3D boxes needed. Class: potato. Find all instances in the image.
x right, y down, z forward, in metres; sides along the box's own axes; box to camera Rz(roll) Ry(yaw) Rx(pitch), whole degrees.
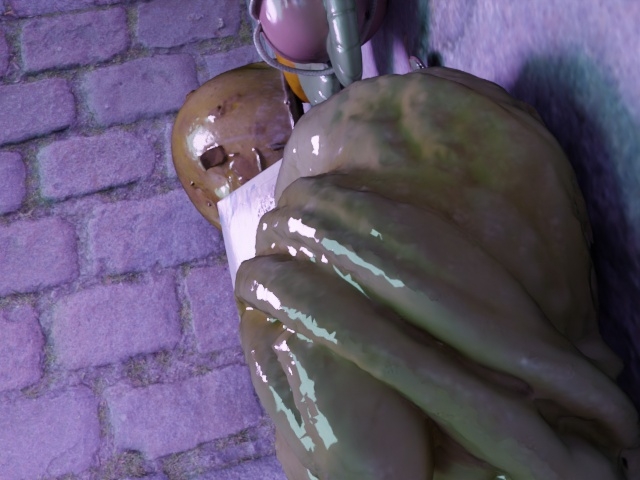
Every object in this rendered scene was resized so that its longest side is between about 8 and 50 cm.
[{"bbox_3d":[-0.163,-0.160,1.517,0.385,0.319,0.442,-93,-13,-58],"label":"potato"}]

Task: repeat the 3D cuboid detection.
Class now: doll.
[{"bbox_3d":[-0.032,-0.286,0.784,0.284,0.216,0.268,-175,68,-82],"label":"doll"}]

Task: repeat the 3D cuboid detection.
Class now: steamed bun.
[{"bbox_3d":[0.058,0.054,0.490,0.325,0.230,0.372,83,172,-64],"label":"steamed bun"}]

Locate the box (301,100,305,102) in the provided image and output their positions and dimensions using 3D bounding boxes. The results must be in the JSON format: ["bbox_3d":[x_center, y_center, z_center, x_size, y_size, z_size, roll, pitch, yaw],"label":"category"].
[{"bbox_3d":[-0.052,-0.485,1.444,0.187,0.047,0.335,93,166,-71],"label":"box"}]

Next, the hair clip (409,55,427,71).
[{"bbox_3d":[0.107,-0.114,0.671,0.054,0.022,0.137,-117,17,-74],"label":"hair clip"}]

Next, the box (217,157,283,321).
[{"bbox_3d":[-0.002,0.000,0.864,0.274,0.116,0.203,-26,70,46],"label":"box"}]

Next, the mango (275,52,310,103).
[{"bbox_3d":[-0.023,-0.335,1.135,0.147,0.109,0.227,42,150,38],"label":"mango"}]
